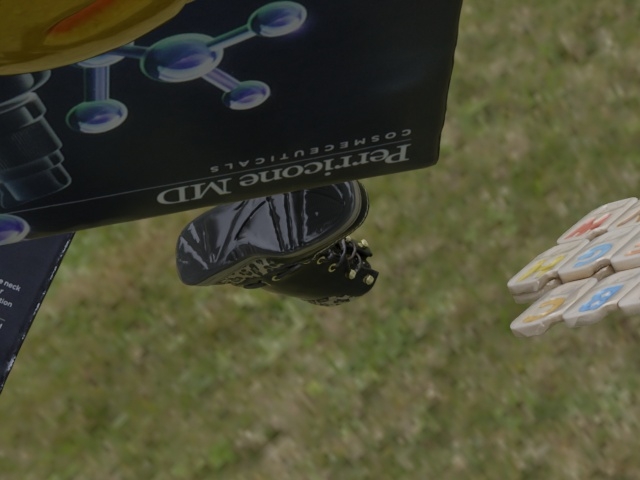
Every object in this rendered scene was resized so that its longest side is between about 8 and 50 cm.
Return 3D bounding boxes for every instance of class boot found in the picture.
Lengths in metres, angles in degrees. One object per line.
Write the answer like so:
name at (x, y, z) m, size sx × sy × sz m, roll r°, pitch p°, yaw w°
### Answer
boot at (-0.001, -0.001, 1.886) m, size 0.236 × 0.179 × 0.085 m, roll -22°, pitch 64°, yaw 42°

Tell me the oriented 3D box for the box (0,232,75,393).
box at (-0.238, -0.086, 1.435) m, size 0.312 × 0.179 × 0.343 m, roll -62°, pitch 9°, yaw 8°

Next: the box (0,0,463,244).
box at (-0.097, -0.189, 0.878) m, size 0.294 × 0.395 × 0.212 m, roll -11°, pitch 63°, yaw -7°

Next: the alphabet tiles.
alphabet tiles at (0.272, -0.013, 1.503) m, size 0.278 × 0.021 × 0.284 m, roll -37°, pitch 13°, yaw -36°

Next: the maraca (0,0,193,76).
maraca at (-0.050, -0.075, 0.322) m, size 0.099 × 0.127 × 0.185 m, roll 20°, pitch 42°, yaw 4°
